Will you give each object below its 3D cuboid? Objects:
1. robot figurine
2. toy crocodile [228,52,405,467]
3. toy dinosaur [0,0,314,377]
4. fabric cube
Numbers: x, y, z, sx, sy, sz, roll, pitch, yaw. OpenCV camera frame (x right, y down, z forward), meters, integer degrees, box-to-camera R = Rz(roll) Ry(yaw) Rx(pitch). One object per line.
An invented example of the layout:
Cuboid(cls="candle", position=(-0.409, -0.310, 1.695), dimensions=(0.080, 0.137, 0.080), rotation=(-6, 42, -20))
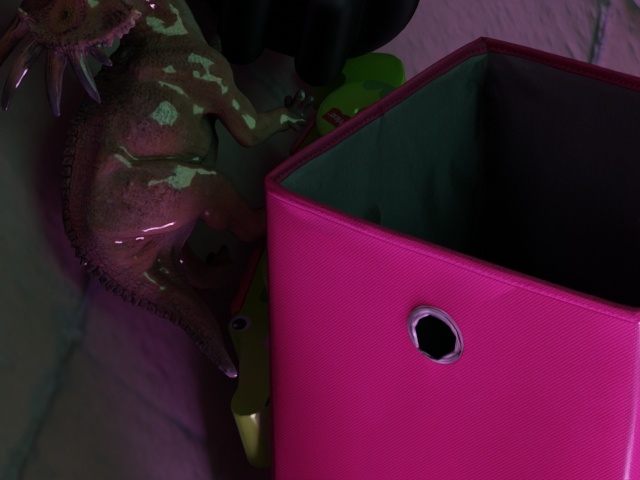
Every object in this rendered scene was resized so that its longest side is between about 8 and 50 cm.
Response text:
Cuboid(cls="robot figurine", position=(0.005, -0.245, 1.323), dimensions=(0.209, 0.173, 0.278), rotation=(41, 47, -28))
Cuboid(cls="toy crocodile", position=(0.000, 0.000, 1.270), dimensions=(0.115, 0.105, 0.340), rotation=(73, 30, -51))
Cuboid(cls="toy dinosaur", position=(-0.118, -0.062, 1.154), dimensions=(0.200, 0.127, 0.296), rotation=(7, 80, -40))
Cuboid(cls="fabric cube", position=(0.134, 0.059, 1.132), dimensions=(0.259, 0.254, 0.258), rotation=(-35, 135, -44))
